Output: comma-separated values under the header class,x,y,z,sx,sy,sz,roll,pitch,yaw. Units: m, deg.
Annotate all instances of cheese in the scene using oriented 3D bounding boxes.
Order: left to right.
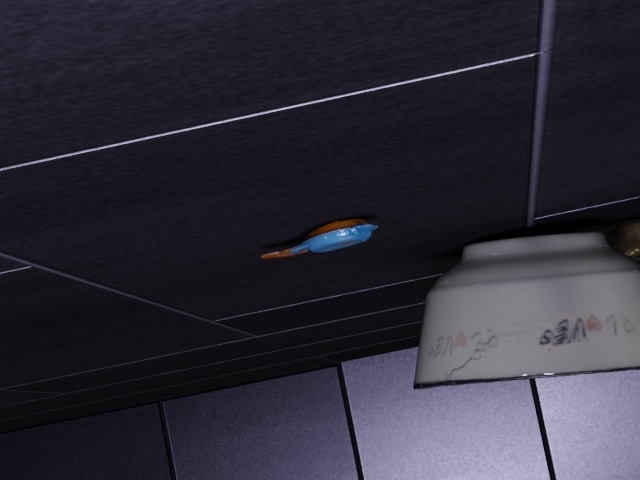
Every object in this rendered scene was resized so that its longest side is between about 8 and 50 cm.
class,x,y,z,sx,sy,sz,roll,pitch,yaw
cheese,0.000,0.001,1.242,0.047,0.017,0.111,-1,168,-39

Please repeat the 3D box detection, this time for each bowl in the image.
class,x,y,z,sx,sy,sz,roll,pitch,yaw
bowl,0.194,0.061,1.518,0.238,0.126,0.238,-4,177,0

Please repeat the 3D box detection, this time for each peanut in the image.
class,x,y,z,sx,sy,sz,roll,pitch,yaw
peanut,0.299,-0.005,1.586,0.083,0.037,0.037,-14,173,40
